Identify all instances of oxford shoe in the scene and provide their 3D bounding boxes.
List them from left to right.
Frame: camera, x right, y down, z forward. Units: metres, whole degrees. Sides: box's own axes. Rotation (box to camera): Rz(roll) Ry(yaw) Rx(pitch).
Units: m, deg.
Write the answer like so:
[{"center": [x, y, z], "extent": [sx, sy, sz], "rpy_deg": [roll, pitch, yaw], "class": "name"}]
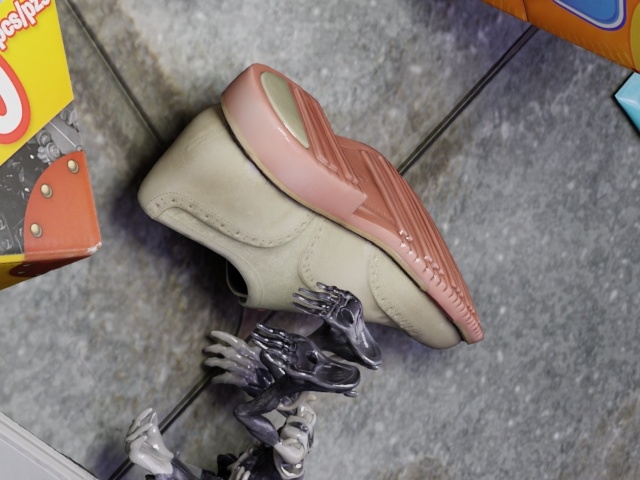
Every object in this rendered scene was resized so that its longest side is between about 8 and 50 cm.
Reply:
[{"center": [0.000, 0.000, 1.593], "extent": [0.146, 0.140, 0.397], "rpy_deg": [-35, 138, 13], "class": "oxford shoe"}]

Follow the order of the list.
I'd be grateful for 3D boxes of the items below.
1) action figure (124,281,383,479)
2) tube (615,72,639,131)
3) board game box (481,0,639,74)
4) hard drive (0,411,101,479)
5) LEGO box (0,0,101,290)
[{"center": [-0.062, 0.145, 1.546], "extent": [0.276, 0.141, 0.164], "rpy_deg": [-57, 178, 39], "class": "action figure"}, {"center": [0.353, -0.091, 1.904], "extent": [0.080, 0.052, 0.207], "rpy_deg": [-51, 124, -24], "class": "tube"}, {"center": [0.239, -0.391, 1.450], "extent": [0.356, 0.356, 0.356], "rpy_deg": [-44, 142, -20], "class": "board game box"}, {"center": [-0.313, 0.201, 1.381], "extent": [0.339, 0.064, 0.237], "rpy_deg": [44, 72, -42], "class": "hard drive"}, {"center": [-0.391, -0.137, 1.023], "extent": [0.500, 0.193, 0.373], "rpy_deg": [-5, 81, -47], "class": "LEGO box"}]
